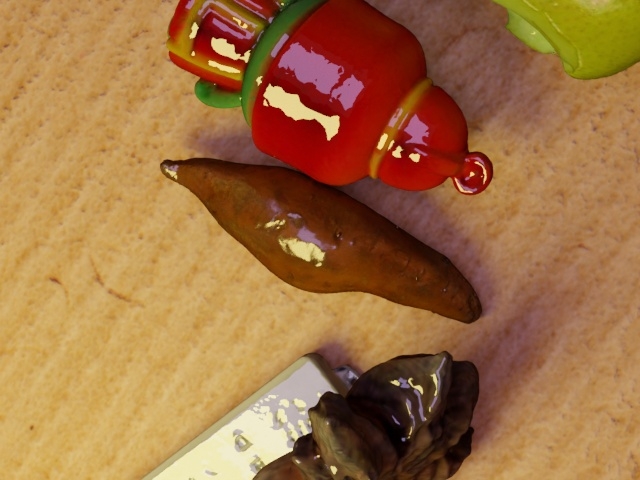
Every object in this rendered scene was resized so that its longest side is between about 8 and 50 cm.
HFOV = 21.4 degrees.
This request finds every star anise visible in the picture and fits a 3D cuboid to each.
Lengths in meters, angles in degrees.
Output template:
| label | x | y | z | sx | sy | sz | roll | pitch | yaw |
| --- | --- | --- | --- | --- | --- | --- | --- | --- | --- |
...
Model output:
| label | x | y | z | sx | sy | sz | roll | pitch | yaw |
| --- | --- | --- | --- | --- | --- | --- | --- | --- | --- |
| star anise | 0.035 | 0.212 | 1.605 | 0.315 | 0.315 | 0.108 | -43 | 70 | 9 |

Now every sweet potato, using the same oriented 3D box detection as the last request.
| label | x | y | z | sx | sy | sz | roll | pitch | yaw |
| --- | --- | --- | --- | --- | --- | --- | --- | --- | --- |
| sweet potato | -0.004 | -0.003 | 1.695 | 0.359 | 0.112 | 0.112 | 25 | 96 | 9 |

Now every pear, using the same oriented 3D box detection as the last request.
| label | x | y | z | sx | sy | sz | roll | pitch | yaw |
| --- | --- | --- | --- | --- | --- | --- | --- | --- | --- |
| pear | 0.181 | -0.284 | 1.542 | 0.282 | 0.286 | 0.176 | 28 | 97 | -27 |

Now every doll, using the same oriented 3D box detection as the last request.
| label | x | y | z | sx | sy | sz | roll | pitch | yaw |
| --- | --- | --- | --- | --- | --- | --- | --- | --- | --- |
| doll | 0.012 | -0.150 | 1.660 | 0.363 | 0.160 | 0.182 | 31 | 112 | 10 |

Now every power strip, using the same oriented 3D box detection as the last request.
| label | x | y | z | sx | sy | sz | roll | pitch | yaw |
| --- | --- | --- | --- | --- | --- | --- | --- | --- | --- |
| power strip | -0.097 | 0.240 | 1.746 | 0.338 | 0.058 | 0.098 | -38 | 85 | 10 |
